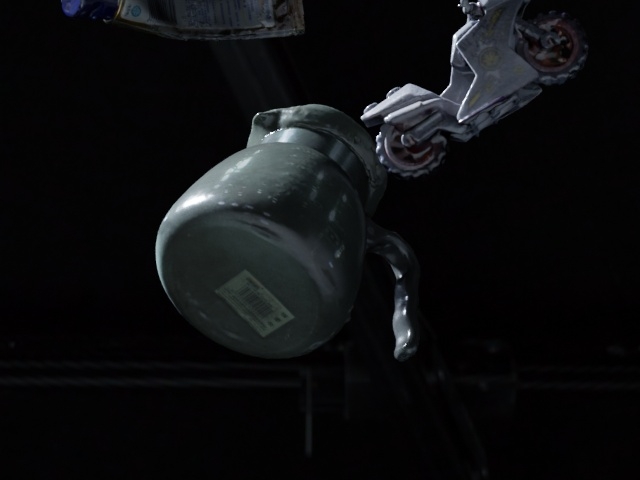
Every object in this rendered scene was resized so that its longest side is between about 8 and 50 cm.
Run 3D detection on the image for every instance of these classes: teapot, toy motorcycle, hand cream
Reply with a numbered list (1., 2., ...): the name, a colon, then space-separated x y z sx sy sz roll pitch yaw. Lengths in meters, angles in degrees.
1. teapot: 0.001 -0.018 1.486 0.305 0.285 0.223 21 -46 6
2. toy motorcycle: 0.129 -0.151 1.178 0.215 0.080 0.122 -35 -105 5
3. hand cream: -0.087 -0.161 0.857 0.163 0.039 0.062 -5 -97 -30
